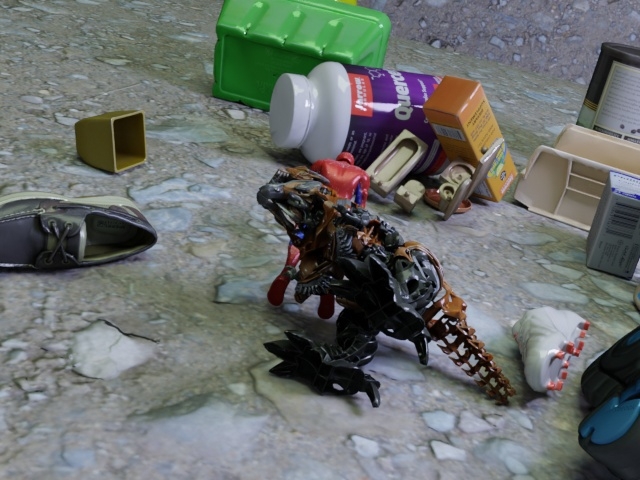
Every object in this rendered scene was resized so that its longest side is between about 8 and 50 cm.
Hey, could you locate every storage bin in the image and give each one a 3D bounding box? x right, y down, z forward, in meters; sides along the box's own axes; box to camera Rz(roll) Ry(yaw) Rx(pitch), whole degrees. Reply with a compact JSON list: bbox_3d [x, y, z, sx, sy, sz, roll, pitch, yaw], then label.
[{"bbox_3d":[0.518,-0.109,1.460,0.260,0.123,0.262,22,25,20],"label":"storage bin"}]

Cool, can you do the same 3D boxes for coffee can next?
[{"bbox_3d":[0.637,-0.248,1.646,0.201,0.275,0.201,11,23,-5],"label":"coffee can"}]

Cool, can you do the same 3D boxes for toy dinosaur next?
[{"bbox_3d":[0.067,0.044,0.810,0.322,0.164,0.218,22,29,13],"label":"toy dinosaur"}]

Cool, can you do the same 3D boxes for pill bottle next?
[{"bbox_3d":[0.082,-0.213,1.396,0.322,0.182,0.181,2,25,-23],"label":"pill bottle"}]

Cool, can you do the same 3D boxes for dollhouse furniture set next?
[{"bbox_3d":[0.171,-0.123,1.244,0.151,0.123,0.144,39,70,12],"label":"dollhouse furniture set"}]

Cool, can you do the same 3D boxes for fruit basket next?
[{"bbox_3d":[-0.032,-0.442,1.727,0.392,0.283,0.392,6,38,-5],"label":"fruit basket"}]

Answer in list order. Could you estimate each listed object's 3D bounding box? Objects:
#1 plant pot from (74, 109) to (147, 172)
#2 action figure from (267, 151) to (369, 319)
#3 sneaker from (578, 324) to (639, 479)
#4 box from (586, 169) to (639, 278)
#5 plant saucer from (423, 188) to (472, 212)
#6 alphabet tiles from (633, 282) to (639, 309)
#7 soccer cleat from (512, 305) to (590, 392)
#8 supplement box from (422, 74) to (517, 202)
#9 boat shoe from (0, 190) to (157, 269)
[{"bbox_3d":[-0.318,-0.152,1.186,0.083,0.081,0.081,8,20,20],"label":"plant pot"},{"bbox_3d":[0.000,0.000,1.008,0.091,0.139,0.280,17,45,1],"label":"action figure"},{"bbox_3d":[0.340,0.170,0.782,0.140,0.125,0.341,47,28,8],"label":"sneaker"},{"bbox_3d":[0.468,-0.027,1.241,0.072,0.126,0.137,17,24,12],"label":"box"},{"bbox_3d":[0.213,-0.065,1.340,0.083,0.013,0.083,11,24,-5],"label":"plant saucer"},{"bbox_3d":[0.508,-0.004,1.016,0.021,0.284,0.278,25,23,-8],"label":"alphabet tiles"},{"bbox_3d":[0.244,0.117,0.883,0.076,0.068,0.196,18,16,24],"label":"soccer cleat"},{"bbox_3d":[0.254,-0.165,1.330,0.080,0.078,0.233,23,-20,39],"label":"supplement box"},{"bbox_3d":[-0.278,-0.008,0.870,0.073,0.080,0.223,24,21,37],"label":"boat shoe"}]
